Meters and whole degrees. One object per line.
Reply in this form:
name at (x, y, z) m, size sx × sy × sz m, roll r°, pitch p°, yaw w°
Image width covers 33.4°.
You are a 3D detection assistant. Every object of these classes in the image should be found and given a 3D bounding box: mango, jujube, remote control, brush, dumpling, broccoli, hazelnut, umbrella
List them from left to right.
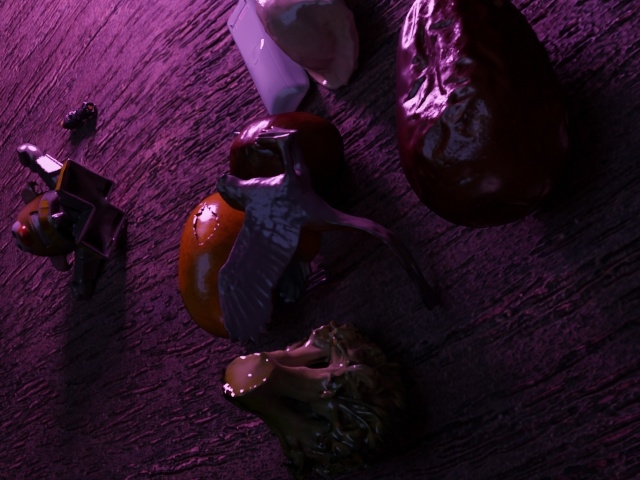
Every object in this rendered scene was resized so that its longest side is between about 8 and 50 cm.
umbrella at (-0.560, -0.285, 2.453) m, size 0.144 × 0.040 × 0.037 m, roll -18°, pitch 79°, yaw 51°
mango at (-0.150, 0.024, 1.747) m, size 0.160 × 0.191 × 0.290 m, roll -11°, pitch 39°, yaw 9°
remote control at (-0.099, -0.322, 1.857) m, size 0.103 × 0.051 × 0.293 m, roll -54°, pitch 44°, yaw 34°
brush at (-0.071, 0.103, 1.768) m, size 0.266 × 0.027 × 0.062 m, roll -34°, pitch 45°, yaw 44°
hazelnut at (-0.056, -0.123, 1.683) m, size 0.204 × 0.178 × 0.178 m, roll 111°, pitch 150°, yaw -63°
dumpling at (-0.025, -0.331, 1.707) m, size 0.252 × 0.131 × 0.179 m, roll 22°, pitch 146°, yaw 45°
broccoli at (-0.021, 0.206, 1.513) m, size 0.288 × 0.245 × 0.248 m, roll -18°, pitch 50°, yaw 37°
jujube at (0.194, -0.171, 1.336) m, size 0.223 × 0.223 × 0.318 m, roll -38°, pitch 52°, yaw 42°

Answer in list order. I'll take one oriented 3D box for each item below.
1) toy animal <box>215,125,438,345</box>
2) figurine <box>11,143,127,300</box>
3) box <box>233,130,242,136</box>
toy animal at (-0.008, -0.022, 1.506) m, size 0.284 × 0.225 × 0.302 m, roll -13°, pitch 95°, yaw 23°
figurine at (-0.555, -0.043, 2.299) m, size 0.285 × 0.167 × 0.342 m, roll -12°, pitch 79°, yaw 48°
box at (-0.097, -0.158, 1.814) m, size 0.099 × 0.074 × 0.054 m, roll 14°, pitch 106°, yaw 53°
